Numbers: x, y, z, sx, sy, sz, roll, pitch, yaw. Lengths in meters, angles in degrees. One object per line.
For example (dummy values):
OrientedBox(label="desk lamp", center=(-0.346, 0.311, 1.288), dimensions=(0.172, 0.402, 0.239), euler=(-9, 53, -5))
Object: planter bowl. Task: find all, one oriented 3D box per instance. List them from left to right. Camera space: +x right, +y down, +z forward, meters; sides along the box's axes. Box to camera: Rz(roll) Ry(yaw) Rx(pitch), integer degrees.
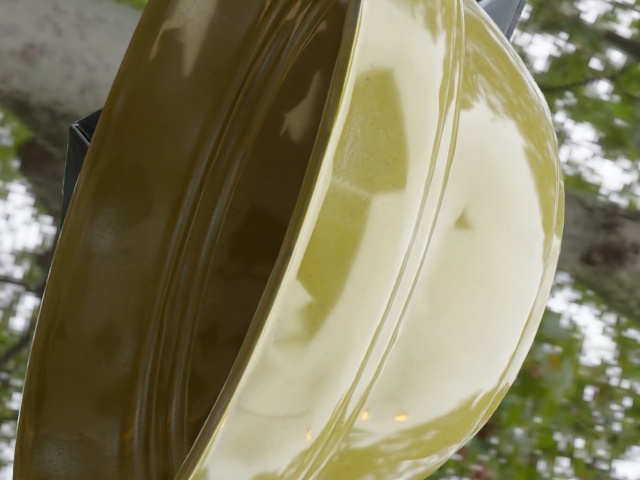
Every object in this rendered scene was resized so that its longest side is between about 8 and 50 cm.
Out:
OrientedBox(label="planter bowl", center=(0.000, 0.000, 0.460), dimensions=(0.217, 0.090, 0.217), euler=(-53, -155, 40))

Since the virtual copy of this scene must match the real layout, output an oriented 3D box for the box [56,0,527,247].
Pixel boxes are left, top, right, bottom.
OrientedBox(label="box", center=(-0.017, -0.020, 0.694), dimensions=(0.045, 0.191, 0.184), euler=(49, -30, 17))
